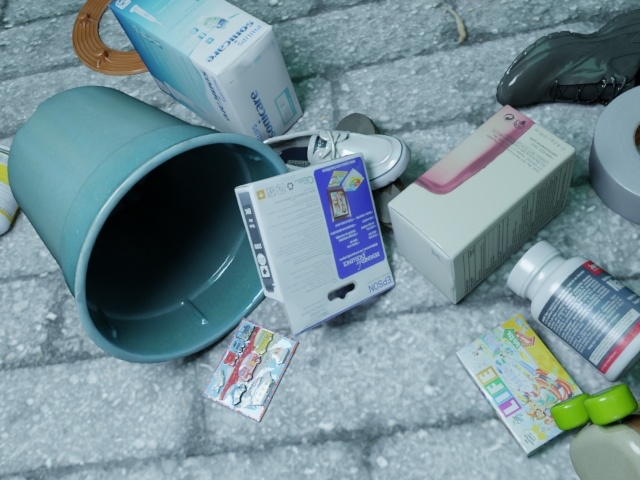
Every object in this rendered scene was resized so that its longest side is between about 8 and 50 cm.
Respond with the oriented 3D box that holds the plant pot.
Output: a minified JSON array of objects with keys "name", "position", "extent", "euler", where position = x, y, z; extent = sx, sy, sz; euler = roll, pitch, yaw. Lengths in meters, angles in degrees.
[{"name":"plant pot","position":[-0.270,-0.054,0.954],"extent":[0.334,0.341,0.341],"euler":[33,73,36]}]

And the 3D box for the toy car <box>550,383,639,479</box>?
[{"name":"toy car","position":[0.392,0.223,0.737],"extent":[0.188,0.149,0.155],"euler":[-20,74,-16]}]

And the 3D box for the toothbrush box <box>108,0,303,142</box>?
[{"name":"toothbrush box","position":[-0.193,-0.310,1.127],"extent":[0.295,0.216,0.126],"euler":[37,75,29]}]

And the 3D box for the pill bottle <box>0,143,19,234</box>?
[{"name":"pill bottle","position":[-0.592,-0.073,1.154],"extent":[0.103,0.103,0.184],"euler":[4,62,16]}]

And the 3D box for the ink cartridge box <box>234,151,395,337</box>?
[{"name":"ink cartridge box","position":[0.000,0.000,0.902],"extent":[0.206,0.209,0.045],"euler":[-21,9,-38]}]

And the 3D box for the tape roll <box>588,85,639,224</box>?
[{"name":"tape roll","position":[0.506,-0.123,0.936],"extent":[0.219,0.072,0.219],"euler":[-6,59,10]}]

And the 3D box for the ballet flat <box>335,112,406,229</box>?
[{"name":"ballet flat","position":[0.088,-0.111,1.046],"extent":[0.084,0.058,0.250],"euler":[-38,51,16]}]

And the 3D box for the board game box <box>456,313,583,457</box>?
[{"name":"board game box","position":[0.263,0.185,0.845],"extent":[0.103,0.026,0.154],"euler":[-31,59,-4]}]

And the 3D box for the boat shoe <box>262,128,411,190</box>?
[{"name":"boat shoe","position":[0.011,-0.129,1.012],"extent":[0.258,0.084,0.095],"euler":[-3,66,33]}]

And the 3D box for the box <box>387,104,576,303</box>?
[{"name":"box","position":[0.226,-0.050,0.917],"extent":[0.232,0.149,0.127],"euler":[-39,59,-10]}]

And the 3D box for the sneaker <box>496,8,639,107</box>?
[{"name":"sneaker","position":[0.421,-0.264,1.021],"extent":[0.286,0.109,0.130],"euler":[-20,64,4]}]

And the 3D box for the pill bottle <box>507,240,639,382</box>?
[{"name":"pill bottle","position":[0.337,0.084,0.837],"extent":[0.108,0.108,0.180],"euler":[-41,60,-11]}]

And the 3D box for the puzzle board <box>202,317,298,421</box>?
[{"name":"puzzle board","position":[-0.101,0.184,0.941],"extent":[0.096,0.011,0.128],"euler":[19,68,20]}]

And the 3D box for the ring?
[{"name":"ring","position":[-0.377,-0.487,1.380],"extent":[0.336,0.032,0.337],"euler":[-6,59,10]}]
